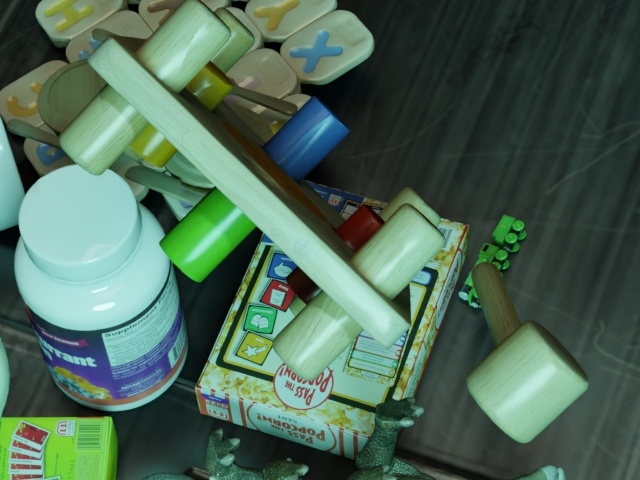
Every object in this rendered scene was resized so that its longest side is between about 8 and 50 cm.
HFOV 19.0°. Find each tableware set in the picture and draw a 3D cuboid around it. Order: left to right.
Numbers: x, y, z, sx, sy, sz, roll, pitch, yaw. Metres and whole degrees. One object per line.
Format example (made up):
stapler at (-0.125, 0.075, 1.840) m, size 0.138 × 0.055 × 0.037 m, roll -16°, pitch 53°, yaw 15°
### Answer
tableware set at (-0.125, -0.080, 1.443) m, size 0.194 × 0.039 × 0.128 m, roll 22°, pitch 53°, yaw 20°

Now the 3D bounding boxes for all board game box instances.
board game box at (-0.193, 0.212, 1.319) m, size 0.092 × 0.043 × 0.181 m, roll -1°, pitch 58°, yaw 3°
board game box at (0.011, 0.057, 1.402) m, size 0.146 × 0.045 × 0.193 m, roll 16°, pitch 60°, yaw 13°

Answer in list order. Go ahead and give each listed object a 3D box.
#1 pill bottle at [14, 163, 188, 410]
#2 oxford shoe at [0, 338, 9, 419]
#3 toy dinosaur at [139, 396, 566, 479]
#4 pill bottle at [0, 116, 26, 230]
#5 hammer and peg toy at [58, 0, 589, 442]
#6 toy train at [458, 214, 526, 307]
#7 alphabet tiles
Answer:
pill bottle at (-0.155, 0.032, 1.339) m, size 0.108 × 0.193 × 0.108 m, roll -2°, pitch 58°, yaw 2°
oxford shoe at (-0.381, 0.214, 1.290) m, size 0.449 × 0.130 × 0.169 m, roll -43°, pitch 82°, yaw -5°
toy dinosaur at (0.010, 0.197, 1.259) m, size 0.313 × 0.160 × 0.121 m, roll -12°, pitch 30°, yaw 9°
pill bottle at (-0.370, -0.038, 1.414) m, size 0.283 × 0.161 × 0.161 m, roll -18°, pitch 59°, yaw -8°
hammer and peg toy at (0.000, 0.000, 1.257) m, size 0.361 × 0.266 × 0.127 m, roll 44°, pitch 95°, yaw -3°
toy train at (0.129, 0.015, 1.438) m, size 0.023 × 0.017 × 0.083 m, roll 19°, pitch 61°, yaw 25°
alphabet tiles at (-0.111, -0.135, 1.512) m, size 0.278 × 0.021 × 0.284 m, roll -32°, pitch 55°, yaw -8°
